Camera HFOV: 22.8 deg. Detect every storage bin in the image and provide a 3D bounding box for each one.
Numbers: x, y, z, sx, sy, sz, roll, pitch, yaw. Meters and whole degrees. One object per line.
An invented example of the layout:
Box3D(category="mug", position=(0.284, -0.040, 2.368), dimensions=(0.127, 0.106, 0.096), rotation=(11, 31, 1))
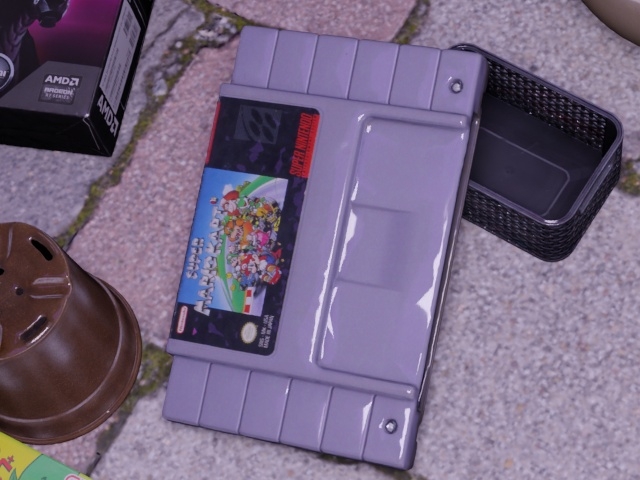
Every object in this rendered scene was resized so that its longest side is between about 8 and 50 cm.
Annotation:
Box3D(category="storage bin", position=(0.166, -0.078, 1.407), dimensions=(0.180, 0.084, 0.122), rotation=(29, 74, 20))

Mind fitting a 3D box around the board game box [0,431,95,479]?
Box3D(category="board game box", position=(-0.284, 0.214, 1.364), dimensions=(0.181, 0.043, 0.092), rotation=(24, 72, 17))

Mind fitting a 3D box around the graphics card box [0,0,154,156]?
Box3D(category="graphics card box", position=(-0.276, -0.272, 1.551), dimensions=(0.233, 0.094, 0.371), rotation=(8, 69, 11))

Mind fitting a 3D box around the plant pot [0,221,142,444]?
Box3D(category="plant pot", position=(-0.254, 0.072, 1.356), dimensions=(0.167, 0.165, 0.167), rotation=(-3, 66, 8))

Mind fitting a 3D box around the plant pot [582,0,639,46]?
Box3D(category="plant pot", position=(0.336, -0.274, 1.410), dimensions=(0.284, 0.191, 0.284), rotation=(-3, 67, 7))

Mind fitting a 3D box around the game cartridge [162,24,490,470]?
Box3D(category="game cartridge", position=(0.000, 0.000, 1.354), dimensions=(0.230, 0.068, 0.355), rotation=(9, 83, 14))
